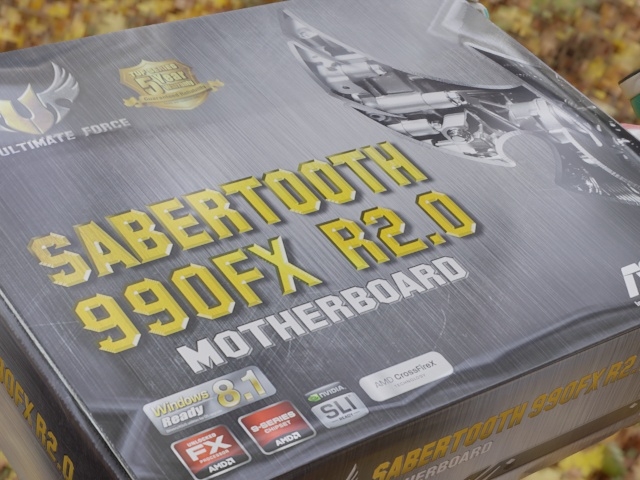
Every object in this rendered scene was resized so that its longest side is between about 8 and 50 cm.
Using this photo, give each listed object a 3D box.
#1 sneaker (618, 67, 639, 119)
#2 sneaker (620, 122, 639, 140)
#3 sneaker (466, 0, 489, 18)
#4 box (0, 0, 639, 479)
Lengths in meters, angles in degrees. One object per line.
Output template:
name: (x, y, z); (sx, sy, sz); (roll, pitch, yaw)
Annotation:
sneaker: (0.502, -0.168, 1.573); (0.178, 0.295, 0.124); (63, 23, -1)
sneaker: (0.377, -0.033, 1.211); (0.313, 0.116, 0.136); (-2, 16, -23)
sneaker: (0.127, -0.231, 1.431); (0.094, 0.080, 0.212); (2, 16, 15)
box: (0.000, 0.000, 0.435); (0.231, 0.056, 0.183); (-16, 48, -33)
